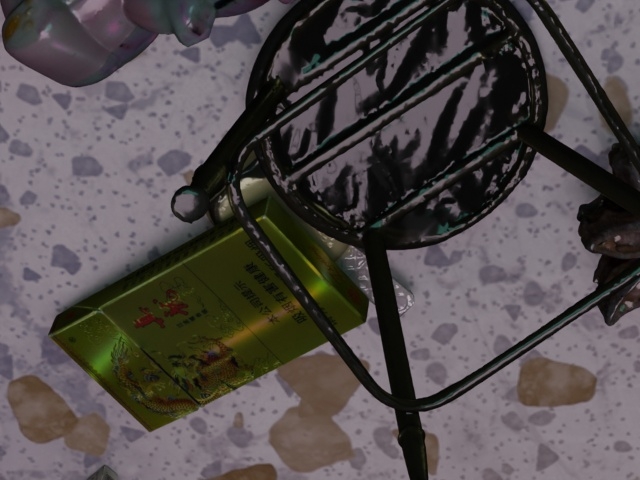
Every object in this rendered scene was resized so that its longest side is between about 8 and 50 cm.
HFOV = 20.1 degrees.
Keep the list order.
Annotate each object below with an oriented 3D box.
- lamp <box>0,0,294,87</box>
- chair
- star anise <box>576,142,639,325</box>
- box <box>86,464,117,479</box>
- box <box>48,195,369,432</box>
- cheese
[{"bbox_3d":[-0.139,-0.268,1.696,0.301,0.247,0.247,-31,144,24],"label":"lamp"},{"bbox_3d":[0.103,-0.072,1.641,0.365,0.410,0.362,-35,111,6],"label":"chair"},{"bbox_3d":[0.356,-0.021,1.860,0.223,0.109,0.236,18,105,-34],"label":"star anise"},{"bbox_3d":[-0.270,0.302,2.074,0.083,0.054,0.024,-40,113,20],"label":"box"},{"bbox_3d":[-0.121,0.084,1.922,0.311,0.043,0.173,-28,119,28],"label":"box"},{"bbox_3d":[0.000,0.000,1.907,0.251,0.054,0.127,39,112,-19],"label":"cheese"}]
